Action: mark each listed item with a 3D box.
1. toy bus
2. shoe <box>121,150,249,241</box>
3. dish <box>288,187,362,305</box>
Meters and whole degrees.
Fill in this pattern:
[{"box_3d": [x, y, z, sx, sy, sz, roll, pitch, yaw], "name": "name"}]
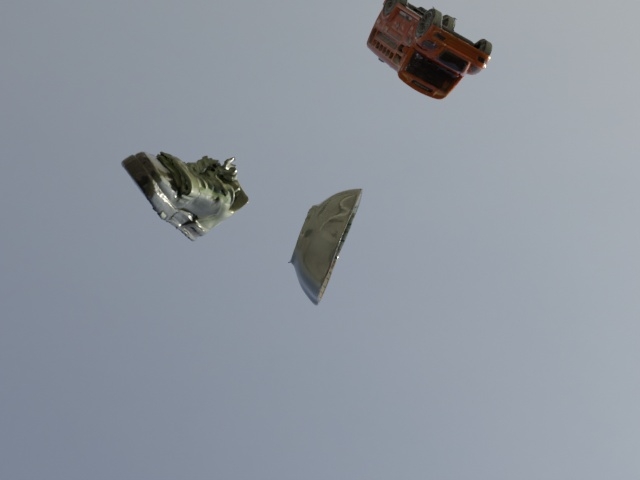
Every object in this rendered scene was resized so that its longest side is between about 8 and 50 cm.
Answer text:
[{"box_3d": [0.200, -0.371, 2.557, 0.143, 0.153, 0.329, 26, -168, -22], "name": "toy bus"}, {"box_3d": [-0.206, -0.100, 2.152, 0.149, 0.293, 0.109, -34, -112, 2], "name": "shoe"}, {"box_3d": [0.000, 0.000, 1.977, 0.066, 0.191, 0.191, 21, -145, 3], "name": "dish"}]
